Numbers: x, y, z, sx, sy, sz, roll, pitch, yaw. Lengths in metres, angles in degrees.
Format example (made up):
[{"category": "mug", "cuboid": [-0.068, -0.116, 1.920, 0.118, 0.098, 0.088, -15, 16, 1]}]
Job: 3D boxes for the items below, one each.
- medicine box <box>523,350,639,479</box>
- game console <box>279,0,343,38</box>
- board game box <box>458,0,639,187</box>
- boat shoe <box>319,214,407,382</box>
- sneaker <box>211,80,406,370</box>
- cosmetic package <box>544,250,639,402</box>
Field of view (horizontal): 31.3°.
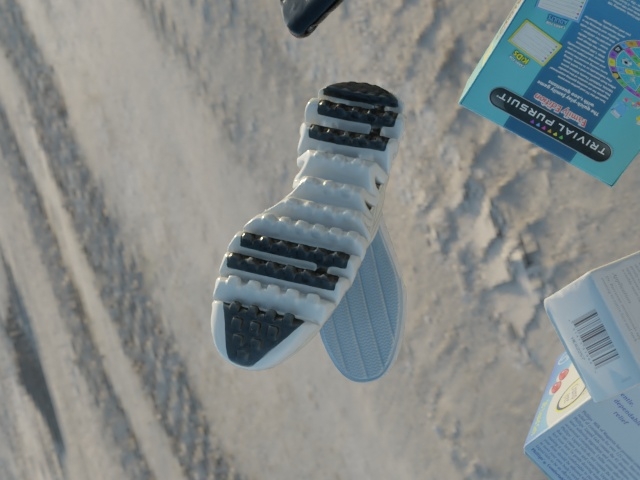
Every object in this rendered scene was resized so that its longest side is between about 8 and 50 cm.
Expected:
[{"category": "medicine box", "cuboid": [0.435, 0.183, 1.487, 0.149, 0.263, 0.289, 44, 120, 0]}, {"category": "game console", "cuboid": [0.052, -0.454, 1.242, 0.386, 0.060, 0.341, -37, 57, 48]}, {"category": "board game box", "cuboid": [0.379, -0.265, 1.543, 0.254, 0.079, 0.336, 29, 131, -2]}, {"category": "boat shoe", "cuboid": [0.047, 0.016, 1.357, 0.094, 0.109, 0.302, 14, -110, -76]}, {"category": "sneaker", "cuboid": [0.000, 0.000, 0.985, 0.110, 0.292, 0.118, 18, 147, 16]}, {"category": "cosmetic package", "cuboid": [0.345, 0.061, 1.123, 0.085, 0.231, 0.117, -43, 68, 56]}]
